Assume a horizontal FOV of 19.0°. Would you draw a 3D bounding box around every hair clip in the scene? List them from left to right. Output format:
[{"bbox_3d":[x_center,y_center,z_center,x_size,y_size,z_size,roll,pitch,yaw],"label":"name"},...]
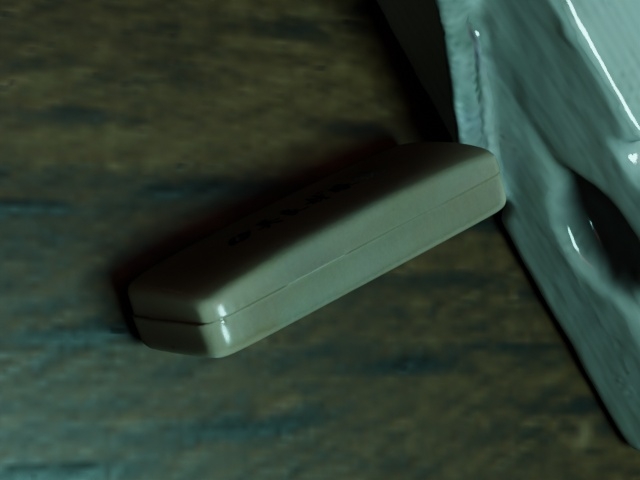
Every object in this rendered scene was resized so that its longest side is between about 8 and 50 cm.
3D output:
[{"bbox_3d":[0.063,-0.081,0.584,0.085,0.101,0.331,-38,106,-33],"label":"hair clip"}]

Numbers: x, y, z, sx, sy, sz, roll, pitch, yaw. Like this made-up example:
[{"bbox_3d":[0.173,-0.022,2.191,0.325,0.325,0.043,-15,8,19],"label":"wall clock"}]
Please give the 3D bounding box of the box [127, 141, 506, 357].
[{"bbox_3d":[0.000,0.000,0.560,0.115,0.048,0.025,-27,106,-31],"label":"box"}]
